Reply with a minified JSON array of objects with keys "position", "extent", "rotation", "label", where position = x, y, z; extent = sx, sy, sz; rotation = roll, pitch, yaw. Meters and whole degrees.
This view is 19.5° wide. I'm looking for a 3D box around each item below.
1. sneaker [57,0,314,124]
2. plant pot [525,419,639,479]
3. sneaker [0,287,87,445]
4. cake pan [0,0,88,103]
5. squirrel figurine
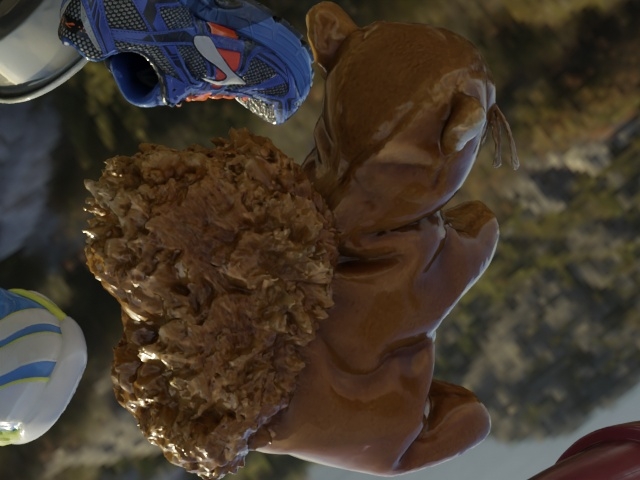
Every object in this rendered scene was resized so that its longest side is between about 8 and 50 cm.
[{"position":[-0.082,-0.112,1.069],"extent":[0.221,0.083,0.087],"rotation":[32,85,-54],"label":"sneaker"},{"position":[0.212,0.243,1.405],"extent":[0.180,0.201,0.201],"rotation":[-3,144,-44],"label":"plant pot"},{"position":[-0.234,0.047,1.043],"extent":[0.126,0.240,0.091],"rotation":[31,77,-37],"label":"sneaker"},{"position":[-0.214,-0.252,1.458],"extent":[0.054,0.293,0.293],"rotation":[26,121,-37],"label":"cake pan"},{"position":[0.000,0.000,1.544],"extent":[0.397,0.281,0.370],"rotation":[-16,139,-44],"label":"squirrel figurine"}]
